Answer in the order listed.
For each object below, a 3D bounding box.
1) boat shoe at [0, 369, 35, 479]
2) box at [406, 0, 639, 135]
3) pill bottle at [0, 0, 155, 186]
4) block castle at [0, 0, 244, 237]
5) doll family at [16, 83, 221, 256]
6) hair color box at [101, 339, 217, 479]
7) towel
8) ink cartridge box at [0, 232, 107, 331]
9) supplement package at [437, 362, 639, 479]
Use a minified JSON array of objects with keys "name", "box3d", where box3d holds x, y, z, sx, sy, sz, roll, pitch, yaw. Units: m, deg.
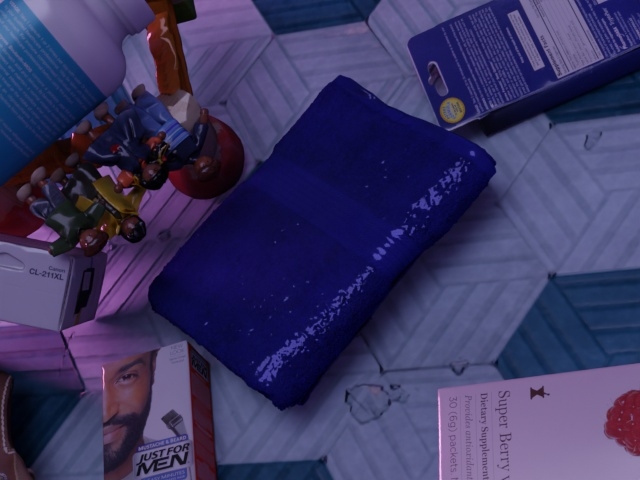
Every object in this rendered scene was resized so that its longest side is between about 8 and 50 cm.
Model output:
[{"name":"boat shoe","box3d":[-0.303,0.260,1.311,0.116,0.123,0.324,9,48,-11]},{"name":"box","box3d":[0.207,-0.189,1.411,0.225,0.036,0.136,-23,53,7]},{"name":"pill bottle","box3d":[-0.277,-0.151,1.287,0.264,0.146,0.146,-40,53,-2]},{"name":"block castle","box3d":[-0.268,-0.244,1.491,0.303,0.213,0.453,-13,76,4]},{"name":"doll family","box3d":[-0.174,-0.057,1.296,0.111,0.076,0.193,40,86,14]},{"name":"hair color box","box3d":[-0.149,0.185,1.317,0.093,0.053,0.167,-17,53,13]},{"name":"towel","box3d":[0.000,0.000,1.364,0.308,0.076,0.227,-48,47,-10]},{"name":"ink cartridge box","box3d":[-0.285,0.036,1.364,0.127,0.175,0.072,11,91,2]},{"name":"supplement package","box3d":[0.249,0.202,1.059,0.292,0.175,0.178,-10,56,17]}]
